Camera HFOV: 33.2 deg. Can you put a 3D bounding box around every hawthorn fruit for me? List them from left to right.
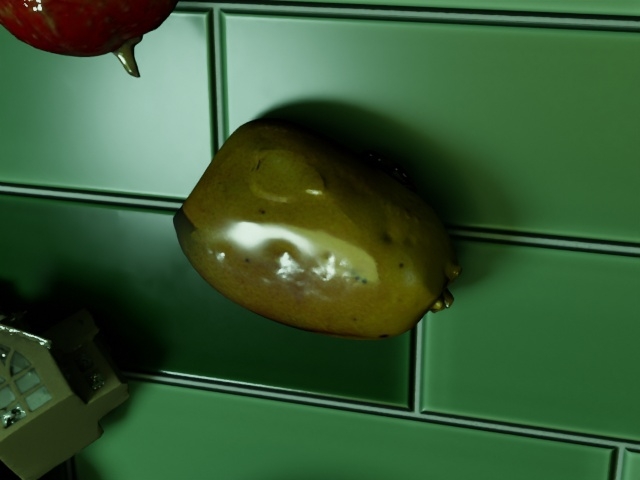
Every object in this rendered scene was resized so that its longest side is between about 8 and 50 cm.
[{"bbox_3d":[-0.230,-0.270,1.023,0.215,0.215,0.249,-19,111,23],"label":"hawthorn fruit"}]

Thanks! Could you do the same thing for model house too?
[{"bbox_3d":[-0.351,0.122,1.254,0.176,0.181,0.248,-33,68,-13],"label":"model house"}]

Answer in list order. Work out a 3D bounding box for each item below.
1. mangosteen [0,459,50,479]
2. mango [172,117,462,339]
[{"bbox_3d":[-0.409,0.369,1.321,0.243,0.243,0.243,6,112,15],"label":"mangosteen"},{"bbox_3d":[0.000,0.000,1.077,0.287,0.152,0.201,19,125,12],"label":"mango"}]
